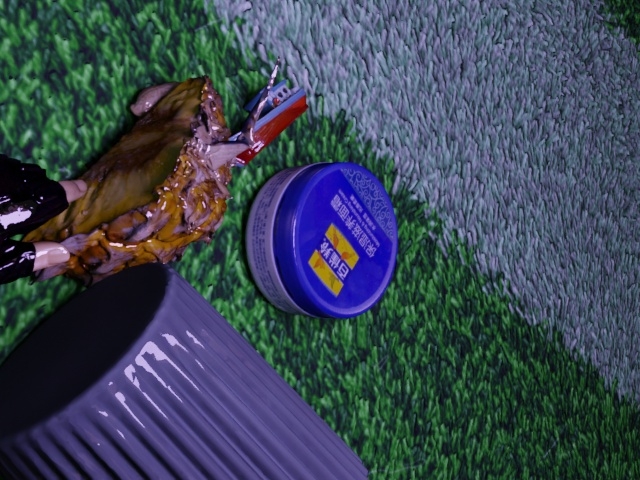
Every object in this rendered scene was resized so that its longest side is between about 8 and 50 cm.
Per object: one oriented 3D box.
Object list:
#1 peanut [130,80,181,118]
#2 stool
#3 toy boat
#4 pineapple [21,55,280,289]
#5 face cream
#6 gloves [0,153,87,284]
[{"bbox_3d":[-0.193,-0.168,1.148,0.083,0.037,0.037,-32,110,-36],"label":"peanut"},{"bbox_3d":[-0.152,0.221,0.993,0.330,0.297,0.297,53,53,-23],"label":"stool"},{"bbox_3d":[-0.080,-0.151,1.241,0.059,0.069,0.173,48,52,-6],"label":"toy boat"},{"bbox_3d":[-0.158,-0.046,1.076,0.334,0.158,0.161,-52,126,-31],"label":"pineapple"},{"bbox_3d":[0.000,0.000,1.280,0.205,0.111,0.206,3,86,-45],"label":"face cream"},{"bbox_3d":[-0.324,-0.032,0.936,0.203,0.124,0.164,-29,84,-28],"label":"gloves"}]
